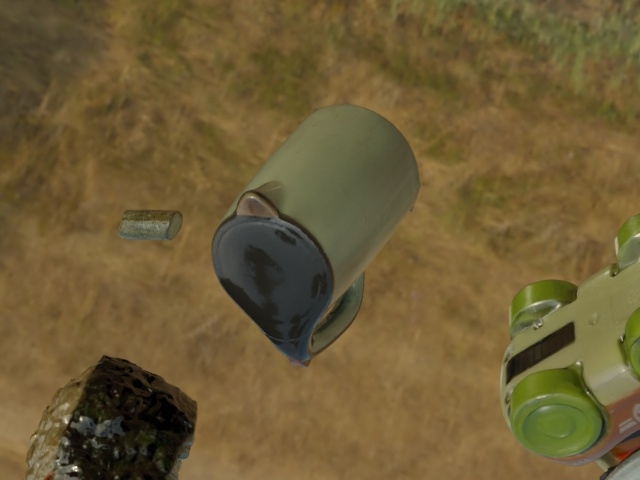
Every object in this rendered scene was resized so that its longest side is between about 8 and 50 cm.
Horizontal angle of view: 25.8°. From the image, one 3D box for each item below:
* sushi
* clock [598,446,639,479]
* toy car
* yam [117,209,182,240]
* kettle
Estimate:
[{"bbox_3d":[-0.261,0.305,1.554,0.170,0.350,0.211,21,164,-10],"label":"sushi"},{"bbox_3d":[0.155,0.168,0.635,0.063,0.156,0.229,25,128,-5],"label":"clock"},{"bbox_3d":[0.278,0.115,1.134,0.235,0.145,0.235,3,128,4],"label":"toy car"},{"bbox_3d":[-0.222,-0.020,1.827,0.094,0.043,0.043,3,154,30],"label":"yam"},{"bbox_3d":[0.000,0.000,1.546,0.165,0.255,0.240,-1,119,25],"label":"kettle"}]
